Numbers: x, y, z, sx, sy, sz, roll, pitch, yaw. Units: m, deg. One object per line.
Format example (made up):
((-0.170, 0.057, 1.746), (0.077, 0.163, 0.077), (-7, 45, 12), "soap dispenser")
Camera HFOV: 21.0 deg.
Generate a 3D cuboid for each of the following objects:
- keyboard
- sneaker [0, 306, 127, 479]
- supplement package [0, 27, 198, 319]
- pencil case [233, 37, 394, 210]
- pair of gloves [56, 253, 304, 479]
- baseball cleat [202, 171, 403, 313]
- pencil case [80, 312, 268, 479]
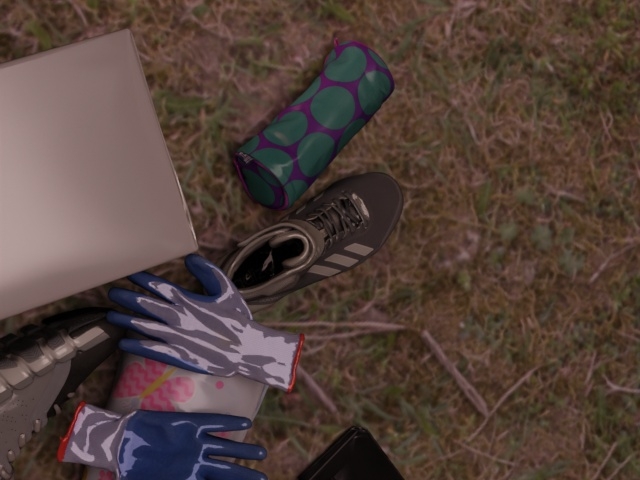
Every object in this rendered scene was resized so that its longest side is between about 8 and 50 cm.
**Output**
((0.047, 0.260, 1.493), (0.108, 0.023, 0.180), (-43, 106, -26), "keyboard")
((-0.236, 0.151, 1.337), (0.229, 0.086, 0.132), (-28, 106, -12), "sneaker")
((-0.270, -0.027, 1.263), (0.293, 0.177, 0.175), (-20, 97, -23), "supplement package")
((-0.007, -0.098, 1.447), (0.070, 0.064, 0.151), (34, 69, 24), "pencil case")
((-0.101, 0.112, 1.303), (0.159, 0.023, 0.198), (19, 81, -5), "pair of gloves")
((0.000, 0.000, 1.424), (0.206, 0.109, 0.072), (-35, 89, -24), "baseball cleat")
((-0.125, 0.191, 1.356), (0.124, 0.113, 0.273), (12, 80, 15), "pencil case")
